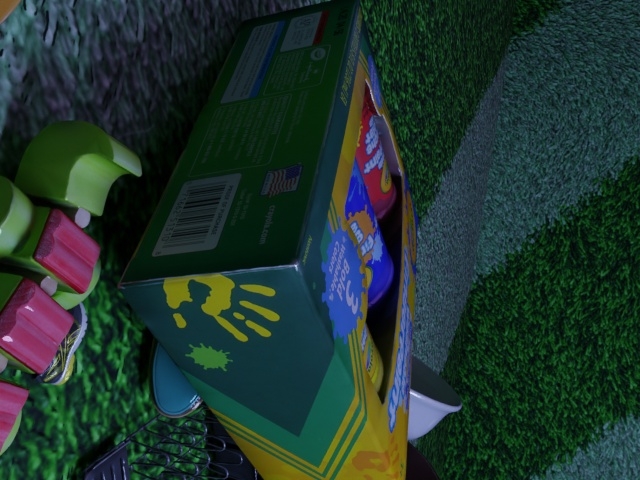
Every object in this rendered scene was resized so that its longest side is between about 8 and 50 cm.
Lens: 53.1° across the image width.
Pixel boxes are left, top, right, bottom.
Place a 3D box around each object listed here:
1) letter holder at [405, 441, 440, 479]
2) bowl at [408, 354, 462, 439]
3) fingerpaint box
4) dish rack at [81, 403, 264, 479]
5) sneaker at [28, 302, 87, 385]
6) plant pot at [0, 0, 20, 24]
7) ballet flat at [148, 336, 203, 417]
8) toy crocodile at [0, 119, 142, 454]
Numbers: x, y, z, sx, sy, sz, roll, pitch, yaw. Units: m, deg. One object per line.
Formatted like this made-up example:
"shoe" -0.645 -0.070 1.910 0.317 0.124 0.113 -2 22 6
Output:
"letter holder" 0.054 0.389 0.951 0.302 0.214 0.152 130 -31 -86
"bowl" 0.066 0.233 1.035 0.134 0.298 0.298 -59 156 4
"fingerpaint box" 0.000 0.000 0.738 0.444 0.163 0.371 -78 155 -45
"dish rack" -0.155 0.283 0.728 0.271 0.074 0.208 -27 115 -61
"sneaker" -0.231 0.087 0.560 0.035 0.031 0.083 16 82 -66
"plant pot" -0.236 -0.214 0.275 0.188 0.205 0.205 7 91 -51
"ballet flat" -0.140 0.078 0.719 0.073 0.080 0.232 167 -66 -79
"toy crocodile" -0.232 0.065 0.457 0.115 0.105 0.340 60 44 -55
